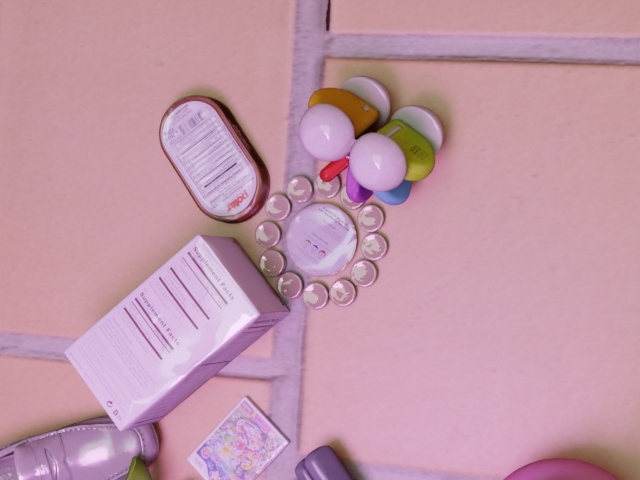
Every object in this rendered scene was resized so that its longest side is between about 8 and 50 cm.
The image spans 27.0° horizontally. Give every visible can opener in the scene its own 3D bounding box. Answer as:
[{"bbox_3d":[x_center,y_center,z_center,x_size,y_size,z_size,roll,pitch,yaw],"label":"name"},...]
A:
[{"bbox_3d":[0.050,0.395,1.695,0.280,0.093,0.074,60,147,13],"label":"can opener"}]

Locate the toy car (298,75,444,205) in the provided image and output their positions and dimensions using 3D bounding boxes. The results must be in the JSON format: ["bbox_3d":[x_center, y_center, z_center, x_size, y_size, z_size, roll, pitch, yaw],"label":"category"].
[{"bbox_3d":[0.056,-0.113,1.693,0.182,0.159,0.136,31,128,15],"label":"toy car"}]

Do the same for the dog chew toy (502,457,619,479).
[{"bbox_3d":[0.265,0.361,1.507,0.207,0.332,0.206,0,89,16],"label":"dog chew toy"}]

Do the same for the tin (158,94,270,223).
[{"bbox_3d":[-0.146,-0.110,1.802,0.106,0.040,0.189,-37,79,17],"label":"tin"}]

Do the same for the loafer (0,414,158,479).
[{"bbox_3d":[-0.372,0.317,1.816,0.319,0.111,0.112,-22,82,15],"label":"loafer"}]

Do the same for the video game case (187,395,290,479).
[{"bbox_3d":[-0.111,0.282,1.791,0.087,0.011,0.122,45,101,13],"label":"video game case"}]

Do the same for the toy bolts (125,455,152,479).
[{"bbox_3d":[-0.253,0.439,1.743,0.158,0.218,0.228,36,116,-13],"label":"toy bolts"}]

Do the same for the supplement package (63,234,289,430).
[{"bbox_3d":[-0.186,0.119,1.752,0.244,0.139,0.134,-40,79,11],"label":"supplement package"}]

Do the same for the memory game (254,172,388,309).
[{"bbox_3d":[0.000,0.000,1.765,0.186,0.012,0.186,-1,88,17],"label":"memory game"}]
